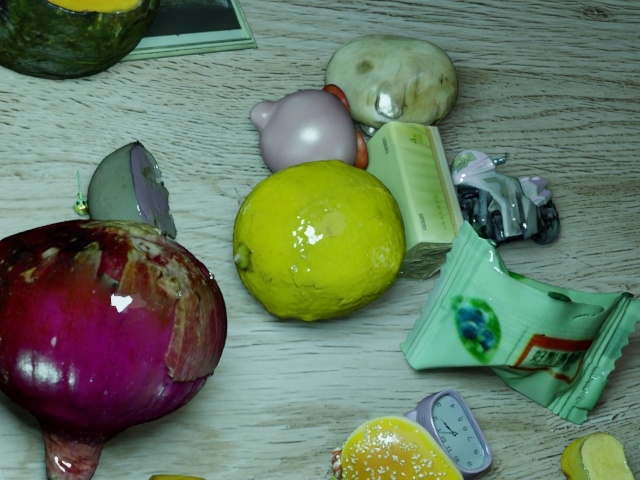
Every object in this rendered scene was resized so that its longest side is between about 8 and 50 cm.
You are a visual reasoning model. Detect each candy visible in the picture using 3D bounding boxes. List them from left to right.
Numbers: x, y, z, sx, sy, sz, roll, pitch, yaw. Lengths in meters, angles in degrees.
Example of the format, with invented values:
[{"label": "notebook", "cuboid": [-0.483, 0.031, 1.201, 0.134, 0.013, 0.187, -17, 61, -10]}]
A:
[{"label": "candy", "cuboid": [-0.372, -0.076, 1.804, 0.025, 0.023, 0.083, -6, 61, -15]}, {"label": "candy", "cuboid": [0.354, 0.153, 1.960, 0.397, 0.263, 0.172, 20, 25, -29]}]

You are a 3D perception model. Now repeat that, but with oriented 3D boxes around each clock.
[{"label": "clock", "cuboid": [0.206, 0.322, 1.898, 0.110, 0.050, 0.153, -18, 75, -35]}]

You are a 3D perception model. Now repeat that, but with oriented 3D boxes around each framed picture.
[{"label": "framed picture", "cuboid": [-0.270, -0.424, 2.049, 0.293, 0.018, 0.231, -13, 72, -34]}]

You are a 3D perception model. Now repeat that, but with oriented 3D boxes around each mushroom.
[{"label": "mushroom", "cuboid": [-0.294, -0.054, 1.778, 0.117, 0.141, 0.188, -10, 70, 3]}, {"label": "mushroom", "cuboid": [0.123, -0.273, 2.077, 0.254, 0.184, 0.255, 12, 34, -9]}]

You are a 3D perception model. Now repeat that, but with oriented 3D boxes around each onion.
[{"label": "onion", "cuboid": [-0.309, 0.159, 1.567, 0.347, 0.347, 0.385, 10, 95, -25]}]

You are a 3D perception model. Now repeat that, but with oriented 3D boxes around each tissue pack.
[{"label": "tissue pack", "cuboid": [0.147, -0.067, 2.003, 0.125, 0.159, 0.234, 2, 64, -30]}]

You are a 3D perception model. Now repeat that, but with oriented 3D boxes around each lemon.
[{"label": "lemon", "cuboid": [0.002, 0.000, 1.832, 0.283, 0.260, 0.261, 14, 59, -23]}]

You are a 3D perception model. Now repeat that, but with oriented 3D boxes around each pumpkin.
[{"label": "pumpkin", "cuboid": [-0.408, -0.387, 1.809, 0.303, 0.225, 0.256, 26, 57, -12]}]

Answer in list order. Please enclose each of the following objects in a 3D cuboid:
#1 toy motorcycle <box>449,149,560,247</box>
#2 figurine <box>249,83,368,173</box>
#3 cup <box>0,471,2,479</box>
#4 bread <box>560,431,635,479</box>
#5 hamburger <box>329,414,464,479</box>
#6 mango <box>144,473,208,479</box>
[{"label": "toy motorcycle", "cuboid": [0.330, -0.075, 2.114, 0.327, 0.143, 0.188, -8, 83, -48]}, {"label": "figurine", "cuboid": [-0.021, -0.169, 1.962, 0.173, 0.173, 0.173, 13, 59, -23]}, {"label": "cup", "cuboid": [-0.504, 0.272, 1.470, 0.142, 0.134, 0.174, -20, 77, -34]}, {"label": "bread", "cuboid": [0.482, 0.448, 1.964, 0.102, 0.094, 0.246, -8, 68, -23]}, {"label": "hamburger", "cuboid": [0.119, 0.365, 1.763, 0.210, 0.173, 0.116, 51, 15, 3]}, {"label": "mango", "cuboid": [-0.191, 0.434, 1.561, 0.166, 0.136, 0.236, 33, 58, -14]}]
